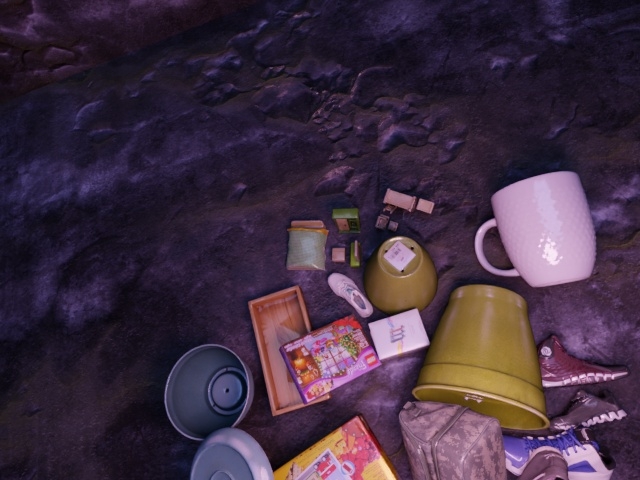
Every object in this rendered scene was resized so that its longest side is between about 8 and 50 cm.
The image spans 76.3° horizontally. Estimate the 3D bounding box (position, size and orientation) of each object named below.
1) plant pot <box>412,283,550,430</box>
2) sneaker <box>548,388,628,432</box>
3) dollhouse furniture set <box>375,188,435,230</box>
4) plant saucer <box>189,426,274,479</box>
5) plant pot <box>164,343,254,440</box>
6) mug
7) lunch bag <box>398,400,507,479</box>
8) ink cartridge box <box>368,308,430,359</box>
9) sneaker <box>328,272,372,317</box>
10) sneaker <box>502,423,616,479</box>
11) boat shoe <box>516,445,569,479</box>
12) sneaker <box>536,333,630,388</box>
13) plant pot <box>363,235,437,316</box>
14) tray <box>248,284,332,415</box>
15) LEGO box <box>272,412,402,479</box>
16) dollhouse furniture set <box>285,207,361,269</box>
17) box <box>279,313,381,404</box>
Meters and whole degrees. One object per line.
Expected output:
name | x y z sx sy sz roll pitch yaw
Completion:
plant pot | 0.495 0.337 1.245 0.366 0.366 0.353 10 61 15
sneaker | 0.793 0.515 1.245 0.234 0.078 0.106 -15 65 2
dollhouse furniture set | 0.328 -0.096 1.574 0.182 0.101 0.161 21 100 17
plant saucer | -0.270 0.711 1.173 0.317 0.044 0.317 -6 77 28
plant pot | -0.351 0.519 1.407 0.293 0.196 0.293 -4 69 11
mug | 0.709 -0.008 1.374 0.374 0.276 0.328 -20 72 37
lunch bag | 0.360 0.625 1.154 0.212 0.305 0.256 -25 17 -35
ink cartridge box | 0.266 0.327 1.390 0.176 0.128 0.127 -18 68 5
sneaker | 0.108 0.188 1.493 0.212 0.094 0.080 41 84 22
sneaker | 0.685 0.600 1.170 0.315 0.127 0.182 16 107 10
boat shoe | 0.577 0.717 1.111 0.112 0.095 0.335 16 109 9
sneaker | 0.797 0.370 1.282 0.281 0.106 0.162 -10 65 8
plant pot | 0.268 0.100 1.385 0.275 0.293 0.275 -4 69 10
tray | -0.115 0.390 1.475 0.203 0.076 0.411 -19 66 4
LEGO box | 0.016 0.828 1.220 0.500 0.193 0.372 -34 67 -2
dollhouse furniture set | 0.000 0.000 1.553 0.301 0.151 0.197 -1 70 11
box | 0.034 0.395 1.385 0.293 0.057 0.201 -19 65 -25
